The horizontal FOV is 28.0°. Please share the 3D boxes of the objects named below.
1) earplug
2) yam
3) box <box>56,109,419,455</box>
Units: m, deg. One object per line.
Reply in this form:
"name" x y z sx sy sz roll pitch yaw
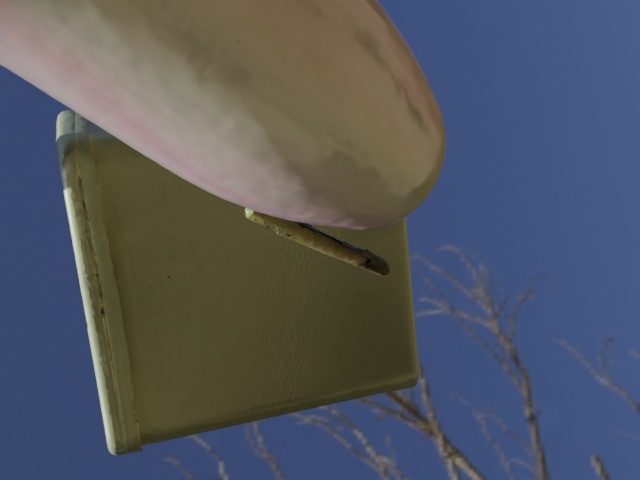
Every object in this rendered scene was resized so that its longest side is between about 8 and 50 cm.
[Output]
"earplug" -0.057 -0.105 0.616 0.301 0.172 0.172 34 -120 -24
"yam" 0.000 0.000 0.809 0.107 0.014 0.014 24 -115 -24
"box" -0.087 0.018 1.380 0.343 0.177 0.352 -10 -71 -11
